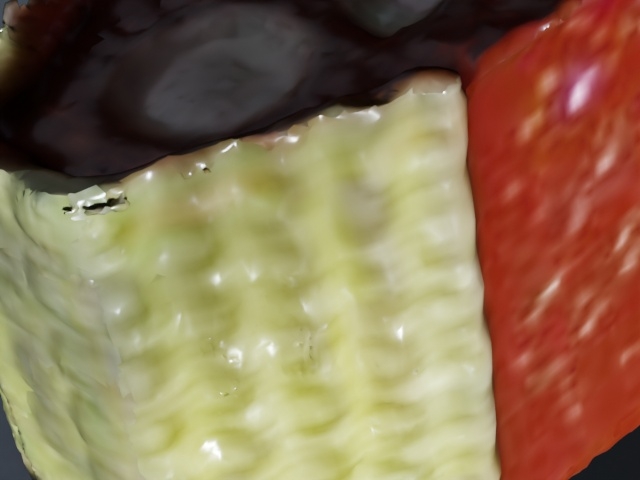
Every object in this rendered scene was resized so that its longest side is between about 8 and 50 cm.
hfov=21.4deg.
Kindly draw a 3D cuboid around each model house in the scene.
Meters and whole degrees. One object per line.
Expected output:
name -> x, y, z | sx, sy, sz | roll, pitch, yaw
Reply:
model house -> 0.000, 0.000, 0.514 | 0.254, 0.160, 0.196 | -38, 137, -31
